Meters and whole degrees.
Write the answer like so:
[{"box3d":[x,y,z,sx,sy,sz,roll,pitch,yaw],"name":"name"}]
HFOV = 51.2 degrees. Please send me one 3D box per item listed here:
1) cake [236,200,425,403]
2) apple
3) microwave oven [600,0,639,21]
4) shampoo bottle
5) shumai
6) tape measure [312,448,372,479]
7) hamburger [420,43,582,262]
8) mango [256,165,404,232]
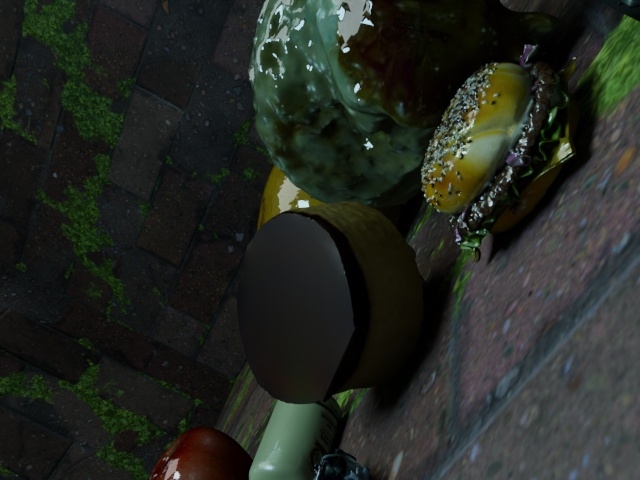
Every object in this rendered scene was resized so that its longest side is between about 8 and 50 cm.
[{"box3d":[0.031,0.065,0.686,0.185,0.178,0.208,-41,55,40],"name":"cake"},{"box3d":[-0.178,0.384,1.029,0.181,0.168,0.181,-57,3,4],"name":"apple"},{"box3d":[0.196,-0.313,0.367,0.333,0.247,0.394,-59,5,27],"name":"microwave oven"},{"box3d":[-0.032,0.242,0.736,0.079,0.079,0.162,-59,5,42],"name":"shampoo bottle"},{"box3d":[0.102,-0.233,0.757,0.398,0.324,0.323,-61,12,-7],"name":"shumai"},{"box3d":[0.007,0.221,0.552,0.094,0.054,0.091,101,-166,-80],"name":"tape measure"},{"box3d":[0.145,-0.082,0.562,0.164,0.093,0.190,-60,2,35],"name":"hamburger"},{"box3d":[0.000,0.000,1.053,0.264,0.221,0.378,160,129,-79],"name":"mango"}]
